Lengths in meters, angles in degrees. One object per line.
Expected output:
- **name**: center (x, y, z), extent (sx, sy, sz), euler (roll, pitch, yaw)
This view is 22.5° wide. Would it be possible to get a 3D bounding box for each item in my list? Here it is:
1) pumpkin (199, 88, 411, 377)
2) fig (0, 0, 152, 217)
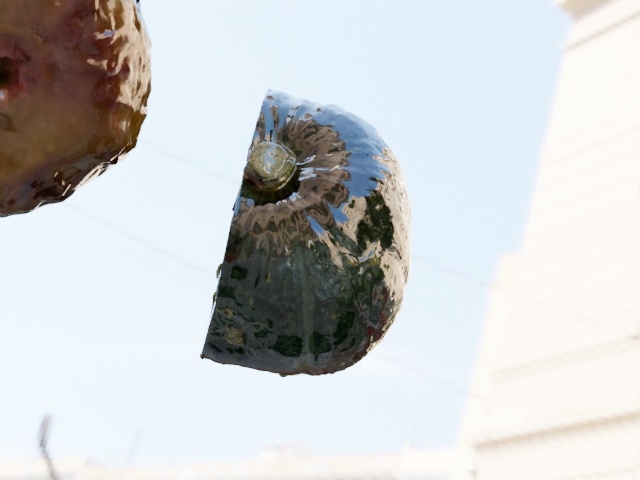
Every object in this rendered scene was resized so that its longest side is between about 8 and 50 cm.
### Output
- **pumpkin**: center (0.000, 0.000, 1.633), extent (0.197, 0.293, 0.263), euler (12, -28, -2)
- **fig**: center (-0.307, -0.193, 1.439), extent (0.286, 0.286, 0.369), euler (30, 13, -30)
